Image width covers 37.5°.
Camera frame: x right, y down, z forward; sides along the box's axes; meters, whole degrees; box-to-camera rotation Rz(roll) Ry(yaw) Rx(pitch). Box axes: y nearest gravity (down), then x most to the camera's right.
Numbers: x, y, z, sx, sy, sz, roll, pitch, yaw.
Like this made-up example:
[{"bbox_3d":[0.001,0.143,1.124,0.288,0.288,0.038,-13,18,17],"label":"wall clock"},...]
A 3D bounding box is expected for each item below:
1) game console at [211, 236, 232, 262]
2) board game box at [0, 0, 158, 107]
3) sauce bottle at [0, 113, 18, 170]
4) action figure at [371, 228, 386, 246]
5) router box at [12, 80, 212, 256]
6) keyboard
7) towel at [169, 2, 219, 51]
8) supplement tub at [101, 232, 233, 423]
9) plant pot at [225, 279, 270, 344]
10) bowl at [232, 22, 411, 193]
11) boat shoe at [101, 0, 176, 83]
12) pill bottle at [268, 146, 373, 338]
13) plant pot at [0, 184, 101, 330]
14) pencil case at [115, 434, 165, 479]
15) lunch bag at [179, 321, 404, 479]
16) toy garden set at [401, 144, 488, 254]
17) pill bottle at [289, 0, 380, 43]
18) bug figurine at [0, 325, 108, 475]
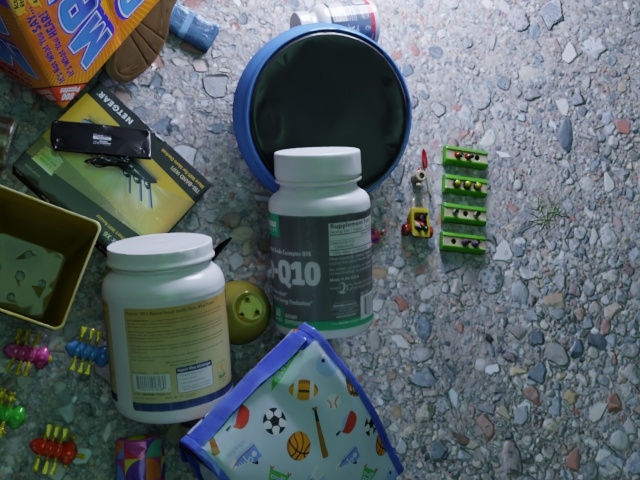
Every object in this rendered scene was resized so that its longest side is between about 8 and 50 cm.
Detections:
[{"bbox_3d":[-0.207,0.060,1.893,0.071,0.122,0.107,-17,87,-20],"label":"game console"},{"bbox_3d":[-0.533,-0.537,1.700,0.356,0.356,0.356,31,71,14],"label":"board game box"},{"bbox_3d":[-0.750,-0.227,1.763,0.344,0.111,0.111,16,76,-17],"label":"sauce bottle"},{"bbox_3d":[0.095,0.000,2.058,0.115,0.030,0.038,-24,84,-23],"label":"action figure"},{"bbox_3d":[-0.412,-0.123,1.876,0.309,0.081,0.243,42,71,-8],"label":"router box"},{"bbox_3d":[-0.425,-0.178,1.827,0.192,0.038,0.100,4,56,-17],"label":"keyboard"},{"bbox_3d":[-0.278,-0.455,2.005,0.119,0.029,0.067,29,74,-13],"label":"towel"},{"bbox_3d":[-0.285,0.157,1.754,0.228,0.228,0.316,-7,102,-20],"label":"supplement tub"},{"bbox_3d":[-0.156,0.142,1.911,0.134,0.095,0.134,3,79,-18],"label":"plant pot"},{"bbox_3d":[0.012,-0.263,1.992,0.391,0.077,0.391,-2,97,-16],"label":"bowl"},{"bbox_3d":[-0.384,-0.479,1.940,0.123,0.123,0.342,11,73,24],"label":"boat shoe"},{"bbox_3d":[0.000,0.000,1.882,0.204,0.204,0.361,-6,101,-20],"label":"pill bottle"},{"bbox_3d":[-0.551,0.047,1.740,0.212,0.187,0.212,22,71,-14],"label":"plant pot"},{"bbox_3d":[-0.340,0.489,1.793,0.104,0.104,0.236,1,83,-19],"label":"pencil case"},{"bbox_3d":[-0.067,0.380,1.761,0.328,0.239,0.385,-44,132,-23],"label":"lunch bag"},{"bbox_3d":[0.288,-0.100,2.127,0.204,0.049,0.244,6,79,-18],"label":"toy garden set"},{"bbox_3d":[0.030,-0.468,2.070,0.180,0.108,0.108,-10,84,-19],"label":"pill bottle"},{"bbox_3d":[-0.515,0.287,1.777,0.216,0.072,0.279,21,76,-13],"label":"bug figurine"}]
